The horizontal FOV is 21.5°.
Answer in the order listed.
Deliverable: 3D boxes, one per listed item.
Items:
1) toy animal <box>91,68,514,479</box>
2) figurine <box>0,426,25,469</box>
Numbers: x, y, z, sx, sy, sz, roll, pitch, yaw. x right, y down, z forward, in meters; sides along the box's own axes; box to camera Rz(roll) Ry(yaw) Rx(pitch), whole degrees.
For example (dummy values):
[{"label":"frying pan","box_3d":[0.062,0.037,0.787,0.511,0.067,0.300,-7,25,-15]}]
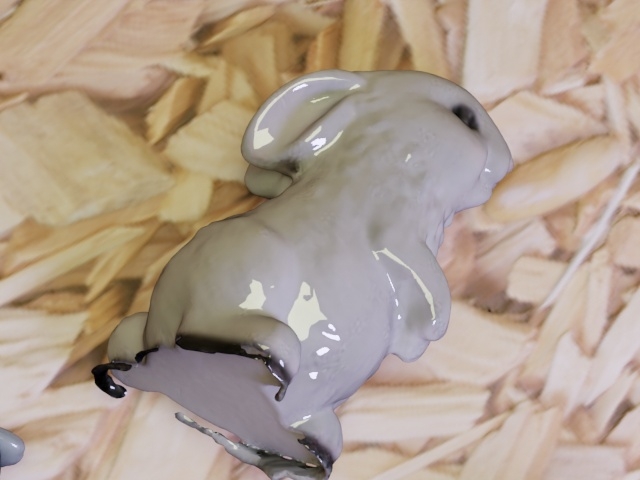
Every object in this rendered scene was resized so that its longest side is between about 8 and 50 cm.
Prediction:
[{"label":"toy animal","box_3d":[0.000,0.000,1.355,0.258,0.194,0.357,18,59,20]},{"label":"figurine","box_3d":[-0.249,0.239,1.285,0.193,0.140,0.265,-18,105,-28]}]
